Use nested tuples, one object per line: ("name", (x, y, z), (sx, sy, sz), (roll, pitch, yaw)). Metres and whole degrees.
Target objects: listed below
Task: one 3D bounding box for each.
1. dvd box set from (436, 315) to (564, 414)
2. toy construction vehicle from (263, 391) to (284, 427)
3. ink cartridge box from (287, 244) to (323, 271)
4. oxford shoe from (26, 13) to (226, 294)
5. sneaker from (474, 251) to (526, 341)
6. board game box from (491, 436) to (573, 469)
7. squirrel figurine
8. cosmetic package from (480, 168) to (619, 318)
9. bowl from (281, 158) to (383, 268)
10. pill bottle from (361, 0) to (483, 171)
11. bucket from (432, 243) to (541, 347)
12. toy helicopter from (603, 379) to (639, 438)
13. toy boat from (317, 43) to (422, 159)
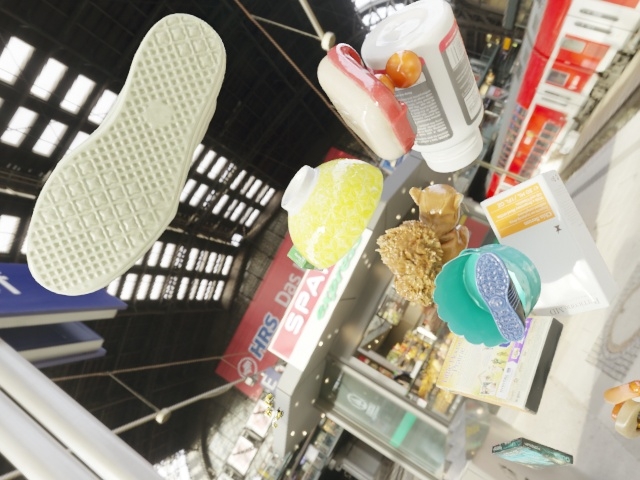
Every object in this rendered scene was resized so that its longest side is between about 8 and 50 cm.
("dvd box set", (0.599, 0.404, 1.477), (0.308, 0.062, 0.420), (-61, 15, -19))
("toy construction vehicle", (-0.174, 0.608, 1.527), (0.035, 0.086, 0.098), (-15, -53, -48))
("ink cartridge box", (0.000, 0.000, 1.542), (0.208, 0.087, 0.153), (-57, -31, 10))
("oxford shoe", (-0.278, -0.125, 0.656), (0.450, 0.169, 0.130), (-66, 18, -8))
("sneaker", (0.447, 0.131, 1.066), (0.090, 0.081, 0.232), (-28, -81, -62))
("board game box", (0.541, 0.553, 1.106), (0.186, 0.126, 0.026), (94, -165, -58))
("squirrel figurine", (0.379, 0.005, 1.462), (0.397, 0.281, 0.371), (-24, -57, -43))
("cosmetic package", (0.763, 0.018, 1.441), (0.161, 0.453, 0.230), (-18, -10, -45))
("bowl", (0.001, -0.093, 1.036), (0.289, 0.156, 0.289), (-49, 22, 27))
("pill bottle", (0.227, -0.295, 0.876), (0.176, 0.176, 0.318), (-56, -48, -19))
("bucket", (0.488, 0.147, 1.248), (0.183, 0.281, 0.281), (-19, -45, -45))
("toy helicopter", (0.977, 0.420, 1.253), (0.235, 0.140, 0.355), (29, -85, -28))
("toy boat", (0.100, -0.255, 0.713), (0.151, 0.231, 0.151), (-39, -39, 7))
